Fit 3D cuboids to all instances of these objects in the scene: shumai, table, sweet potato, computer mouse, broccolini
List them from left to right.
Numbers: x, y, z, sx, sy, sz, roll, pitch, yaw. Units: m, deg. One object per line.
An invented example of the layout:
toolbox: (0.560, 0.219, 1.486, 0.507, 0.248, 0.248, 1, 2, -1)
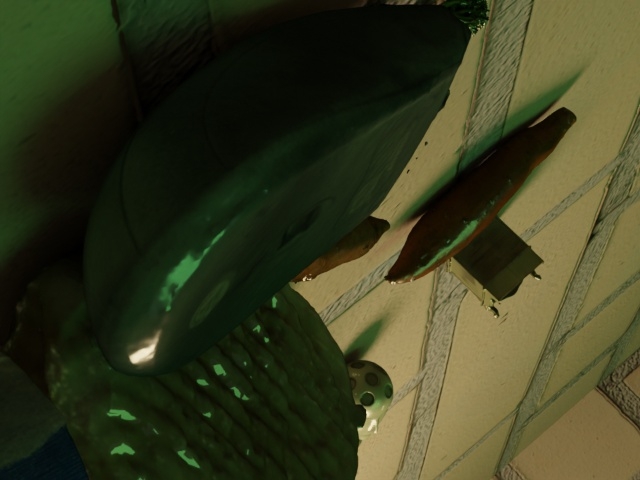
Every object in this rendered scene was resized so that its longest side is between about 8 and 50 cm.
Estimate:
shumai: (-0.156, 0.130, 1.049, 0.262, 0.267, 0.314, -20, 142, 29)
computer mouse: (-0.033, -0.053, 0.932, 0.371, 0.122, 0.188, -34, 161, -46)
sweet potato: (-0.002, 0.003, 1.216, 0.065, 0.051, 0.218, -54, 159, 22)
broccolini: (0.081, -0.170, 1.062, 0.140, 0.030, 0.035, -8, 133, -53)
sweet potato: (0.162, -0.046, 1.446, 0.264, 0.057, 0.057, -42, 161, -10)
table: (0.196, 0.028, 1.625, 0.079, 0.083, 0.062, -41, 160, -11)

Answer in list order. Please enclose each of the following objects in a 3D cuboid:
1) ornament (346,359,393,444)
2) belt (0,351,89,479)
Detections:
ornament: (0.040, 0.197, 1.682, 0.075, 0.081, 0.156, -20, 157, -29)
belt: (-0.260, 0.204, 0.880, 0.117, 0.212, 0.347, -23, 156, -44)
